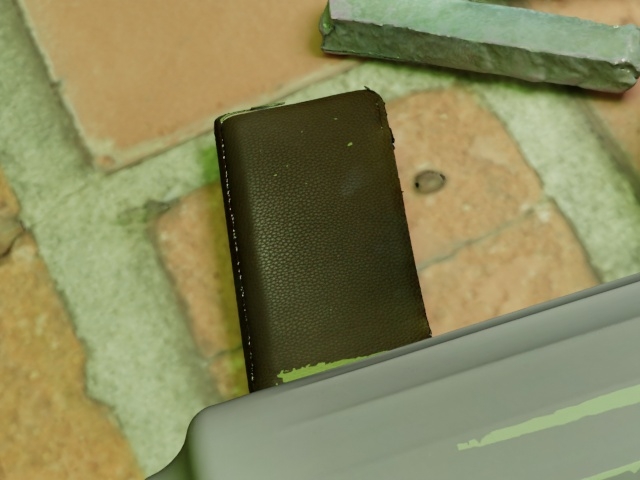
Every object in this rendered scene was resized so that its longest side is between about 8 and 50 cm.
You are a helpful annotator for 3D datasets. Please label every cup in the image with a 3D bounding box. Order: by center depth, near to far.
[{"bbox_3d":[0.104,0.161,0.881,0.327,0.236,0.323,-17,12,-2],"label":"cup"}]

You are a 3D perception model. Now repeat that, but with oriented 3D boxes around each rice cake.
[{"bbox_3d":[0.099,-0.124,1.220,0.211,0.034,0.043,11,52,19],"label":"rice cake"}]

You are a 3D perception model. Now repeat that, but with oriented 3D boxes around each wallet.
[{"bbox_3d":[0.000,0.000,1.162,0.110,0.031,0.198,-12,56,3],"label":"wallet"}]
